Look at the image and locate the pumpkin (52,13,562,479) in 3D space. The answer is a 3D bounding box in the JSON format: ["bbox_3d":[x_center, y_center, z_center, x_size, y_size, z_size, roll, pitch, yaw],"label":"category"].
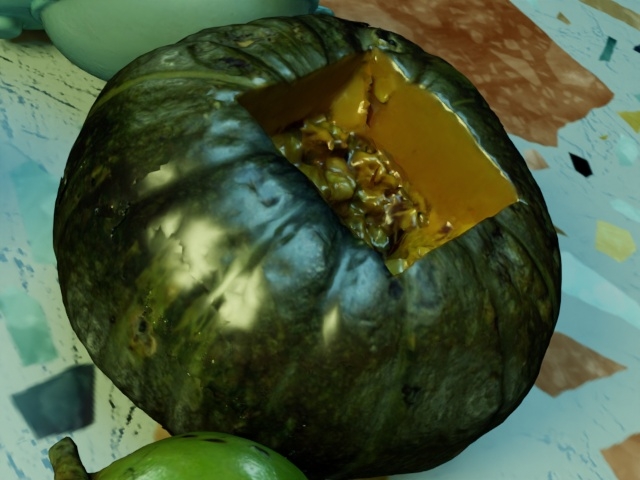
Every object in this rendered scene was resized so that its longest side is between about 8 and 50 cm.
[{"bbox_3d":[0.000,0.000,0.591,0.320,0.192,0.321,14,53,-20],"label":"pumpkin"}]

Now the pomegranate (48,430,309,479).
[{"bbox_3d":[-0.045,0.188,0.460,0.220,0.156,0.156,51,38,-25],"label":"pomegranate"}]

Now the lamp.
[{"bbox_3d":[-0.133,-0.186,0.703,0.283,0.209,0.147,16,89,-1],"label":"lamp"}]
